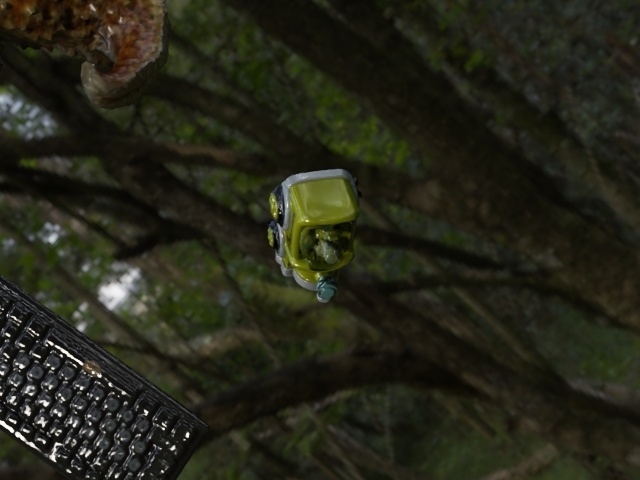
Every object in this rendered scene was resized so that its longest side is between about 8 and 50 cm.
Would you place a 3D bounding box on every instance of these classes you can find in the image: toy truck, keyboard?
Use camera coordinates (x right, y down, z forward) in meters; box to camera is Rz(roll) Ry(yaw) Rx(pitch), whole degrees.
[{"bbox_3d":[0.000,0.000,1.058,0.111,0.076,0.077,96,160,-47],"label":"toy truck"},{"bbox_3d":[-0.147,0.056,0.603,0.064,0.198,0.010,-57,-8,8],"label":"keyboard"}]

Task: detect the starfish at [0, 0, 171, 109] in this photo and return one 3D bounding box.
[{"bbox_3d":[-0.227,-0.161,0.658,0.303,0.312,0.113,-18,-1,-14],"label":"starfish"}]
